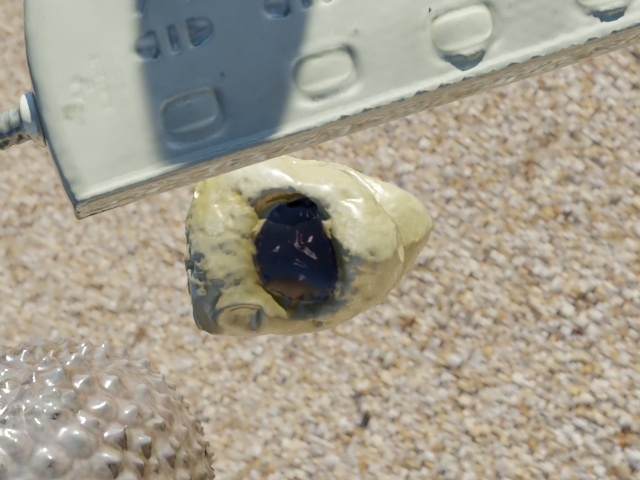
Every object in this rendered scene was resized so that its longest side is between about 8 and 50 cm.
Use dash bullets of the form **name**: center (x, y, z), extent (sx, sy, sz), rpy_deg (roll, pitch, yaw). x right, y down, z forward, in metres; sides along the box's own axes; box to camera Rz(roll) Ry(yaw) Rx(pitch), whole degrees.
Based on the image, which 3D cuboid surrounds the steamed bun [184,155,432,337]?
- **steamed bun**: center (0.000, 0.000, 1.079), extent (0.155, 0.172, 0.140), rpy_deg (0, 95, 27)

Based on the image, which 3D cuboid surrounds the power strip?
- **power strip**: center (0.014, -0.061, 0.367), extent (0.253, 0.027, 0.060), rpy_deg (-17, 81, 10)

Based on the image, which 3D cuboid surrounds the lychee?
- **lychee**: center (-0.233, 0.209, 1.181), extent (0.300, 0.300, 0.300), rpy_deg (-27, 49, 36)
